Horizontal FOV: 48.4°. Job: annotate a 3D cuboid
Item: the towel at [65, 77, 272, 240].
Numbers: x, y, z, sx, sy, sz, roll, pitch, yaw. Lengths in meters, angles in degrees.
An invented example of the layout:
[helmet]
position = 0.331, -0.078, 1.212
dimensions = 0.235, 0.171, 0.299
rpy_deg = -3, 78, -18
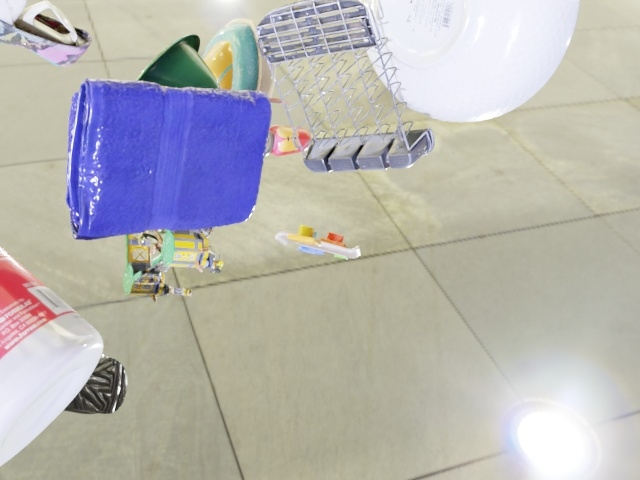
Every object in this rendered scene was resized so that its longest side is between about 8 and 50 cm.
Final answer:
[towel]
position = -0.223, -0.124, 1.059
dimensions = 0.308, 0.228, 0.076
rpy_deg = -6, 28, -41

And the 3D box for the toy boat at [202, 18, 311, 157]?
[toy boat]
position = -0.152, -0.268, 1.361
dimensions = 0.148, 0.268, 0.318
rpy_deg = -9, 48, -38

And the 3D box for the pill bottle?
[pill bottle]
position = -0.502, 0.083, 0.908
dimensions = 0.407, 0.229, 0.229
rpy_deg = 39, 44, 4

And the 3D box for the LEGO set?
[LEGO set]
position = -0.247, -0.017, 1.380
dimensions = 0.192, 0.331, 0.255
rpy_deg = 5, 63, -32

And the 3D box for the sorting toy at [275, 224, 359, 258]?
[sorting toy]
position = 0.000, 0.000, 1.696
dimensions = 0.195, 0.047, 0.348
rpy_deg = 11, -5, 5

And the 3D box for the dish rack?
[dish rack]
position = 0.029, -0.217, 1.014
dimensions = 0.208, 0.272, 0.074
rpy_deg = 0, 37, 33

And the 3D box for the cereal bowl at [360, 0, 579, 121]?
[cereal bowl]
position = 0.182, -0.335, 1.017
dimensions = 0.141, 0.339, 0.339
rpy_deg = -17, 43, -44

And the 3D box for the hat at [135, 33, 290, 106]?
[hat]
position = -0.188, -0.220, 1.172
dimensions = 0.183, 0.208, 0.173
rpy_deg = 42, 0, -1

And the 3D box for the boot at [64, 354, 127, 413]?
[boot]
position = -0.528, 0.226, 1.208
dimensions = 0.260, 0.348, 0.131
rpy_deg = -2, 62, 21

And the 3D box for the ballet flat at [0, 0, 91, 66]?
[ballet flat]
position = -0.384, -0.285, 0.913
dimensions = 0.221, 0.079, 0.077
rpy_deg = 9, 52, -64
